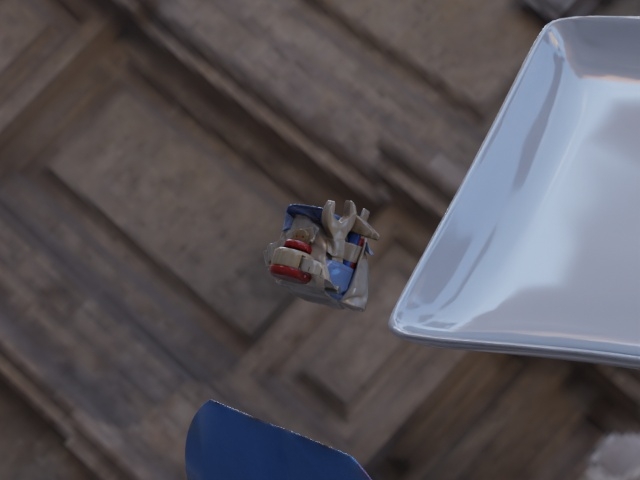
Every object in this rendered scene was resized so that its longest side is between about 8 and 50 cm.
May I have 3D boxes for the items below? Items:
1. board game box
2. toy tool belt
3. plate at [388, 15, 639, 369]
[{"bbox_3d":[0.000,0.143,0.841,0.169,0.033,0.133,15,-55,42],"label":"board game box"},{"bbox_3d":[0.000,0.000,0.761,0.052,0.051,0.083,11,-10,19],"label":"toy tool belt"},{"bbox_3d":[0.213,-0.023,0.913,0.277,0.278,0.045,5,-42,31],"label":"plate"}]
